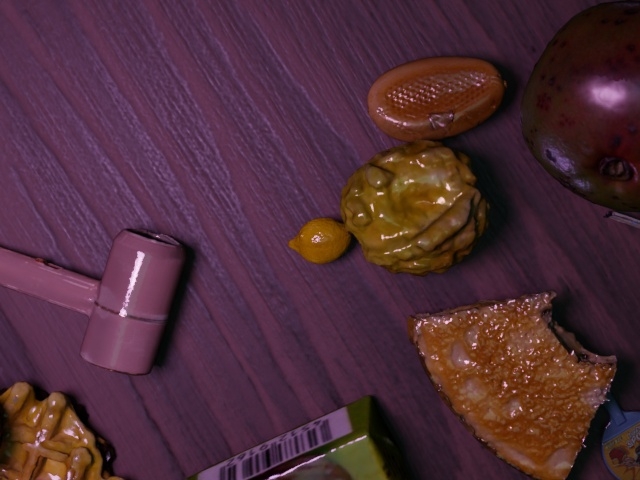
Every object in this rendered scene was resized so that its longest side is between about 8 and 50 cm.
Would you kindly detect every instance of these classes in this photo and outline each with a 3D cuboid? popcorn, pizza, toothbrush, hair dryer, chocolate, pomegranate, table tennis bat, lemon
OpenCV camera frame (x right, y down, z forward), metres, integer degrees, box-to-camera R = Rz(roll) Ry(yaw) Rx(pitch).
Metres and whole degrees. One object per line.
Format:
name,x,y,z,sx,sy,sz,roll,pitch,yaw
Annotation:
popcorn,0.129,-0.039,1.333,0.197,0.155,0.198,-2,83,13
pizza,0.277,0.180,1.377,0.223,0.089,0.323,-42,95,10
toothbrush,0.536,0.009,1.388,0.294,0.026,0.028,15,77,-1
hair dryer,-0.369,0.045,1.380,0.344,0.107,0.189,18,95,6
chocolate,-0.002,0.411,1.376,0.301,0.137,0.289,-25,94,3
pomegranate,0.404,-0.189,1.290,0.290,0.323,0.291,4,127,5
table tennis bat,0.441,0.279,1.417,0.100,0.019,0.155,-30,96,4
lemon,0.000,0.000,1.379,0.092,0.065,0.065,-11,94,9

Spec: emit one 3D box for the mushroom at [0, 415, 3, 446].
mushroom,-0.475,0.257,1.316,0.109,0.085,0.126,8,73,-12

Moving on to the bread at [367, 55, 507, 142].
bread,0.157,-0.191,1.355,0.189,0.077,0.114,-9,74,3

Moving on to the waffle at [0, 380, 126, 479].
waffle,-0.454,0.404,1.413,0.382,0.095,0.380,-27,95,5
